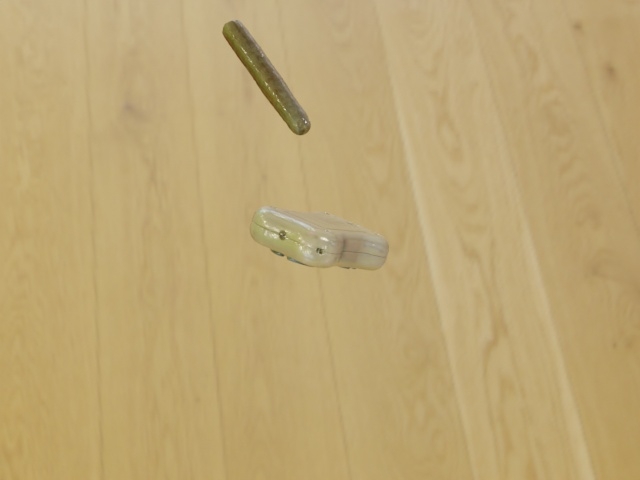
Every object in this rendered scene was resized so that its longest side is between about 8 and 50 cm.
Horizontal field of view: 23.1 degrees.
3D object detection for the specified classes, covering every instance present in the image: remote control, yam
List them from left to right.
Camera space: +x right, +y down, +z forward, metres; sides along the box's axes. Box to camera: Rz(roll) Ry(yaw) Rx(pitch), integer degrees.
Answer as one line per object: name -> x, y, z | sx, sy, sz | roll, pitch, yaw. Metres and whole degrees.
yam -> -0.042, -0.127, 1.225 | 0.021, 0.021, 0.116 | -25, 65, -22
remote control -> 0.000, 0.000, 1.184 | 0.074, 0.032, 0.122 | 24, 8, 28
